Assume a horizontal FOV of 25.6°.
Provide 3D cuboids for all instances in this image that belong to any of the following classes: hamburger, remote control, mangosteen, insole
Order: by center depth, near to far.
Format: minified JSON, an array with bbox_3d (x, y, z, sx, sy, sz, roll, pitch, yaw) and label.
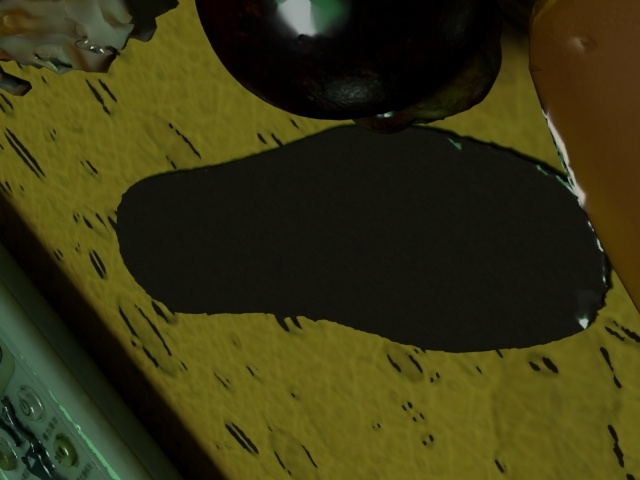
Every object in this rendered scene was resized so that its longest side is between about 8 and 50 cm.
[{"bbox_3d":[0.148,-0.040,0.452,0.137,0.087,0.166,-11,104,47],"label":"hamburger"},{"bbox_3d":[0.018,-0.096,0.542,0.140,0.140,0.140,23,125,36],"label":"mangosteen"},{"bbox_3d":[0.000,0.000,0.685,0.328,0.007,0.111,-1,108,46],"label":"insole"},{"bbox_3d":[-0.153,0.118,0.858,0.335,0.065,0.128,50,139,14],"label":"remote control"}]

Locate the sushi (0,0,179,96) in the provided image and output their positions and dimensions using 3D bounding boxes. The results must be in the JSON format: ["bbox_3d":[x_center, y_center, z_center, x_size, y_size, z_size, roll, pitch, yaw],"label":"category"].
[{"bbox_3d":[-0.120,-0.249,0.512,0.417,0.176,0.417,-4,85,50],"label":"sushi"}]
